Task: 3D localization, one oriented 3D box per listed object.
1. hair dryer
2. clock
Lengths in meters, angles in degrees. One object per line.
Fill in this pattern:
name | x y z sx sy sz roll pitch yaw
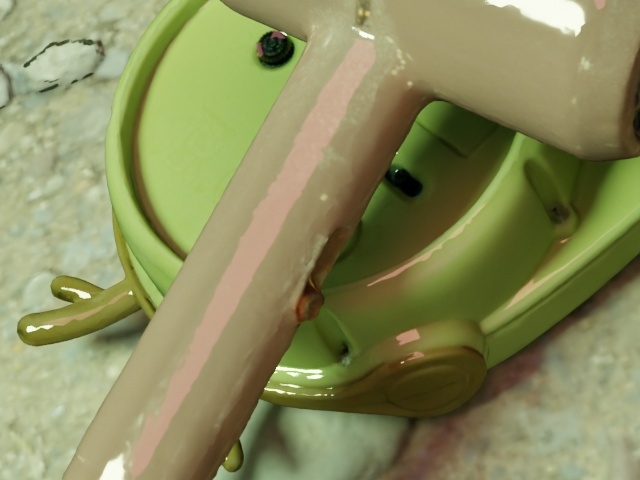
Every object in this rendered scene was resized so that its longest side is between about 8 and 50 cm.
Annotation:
hair dryer | 0.000 0.000 0.729 0.189 0.107 0.344 26 84 26
clock | 0.009 -0.034 0.841 0.308 0.096 0.235 -45 59 -7
